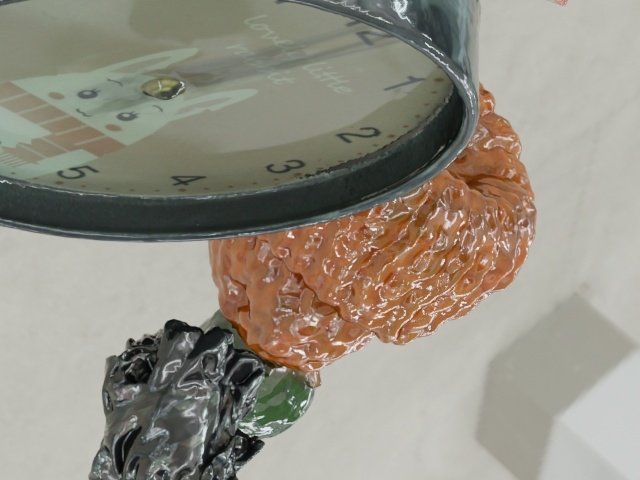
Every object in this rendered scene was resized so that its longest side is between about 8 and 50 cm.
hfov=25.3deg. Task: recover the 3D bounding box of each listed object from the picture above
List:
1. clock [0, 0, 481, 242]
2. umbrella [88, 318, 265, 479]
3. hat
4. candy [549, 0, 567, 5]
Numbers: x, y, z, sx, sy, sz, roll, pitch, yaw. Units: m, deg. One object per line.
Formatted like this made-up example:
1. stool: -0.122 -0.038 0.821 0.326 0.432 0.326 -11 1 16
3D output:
1. clock: -0.093 -0.092 0.846 0.386 0.076 0.386 -2 161 -1
2. umbrella: -0.098 0.188 0.897 0.122 0.272 0.110 9 162 -20
3. hat: 0.000 0.000 1.324 0.285 0.285 0.400 -18 160 -45
4. candy: 0.236 -0.303 1.429 0.122 0.062 0.038 -68 159 6
